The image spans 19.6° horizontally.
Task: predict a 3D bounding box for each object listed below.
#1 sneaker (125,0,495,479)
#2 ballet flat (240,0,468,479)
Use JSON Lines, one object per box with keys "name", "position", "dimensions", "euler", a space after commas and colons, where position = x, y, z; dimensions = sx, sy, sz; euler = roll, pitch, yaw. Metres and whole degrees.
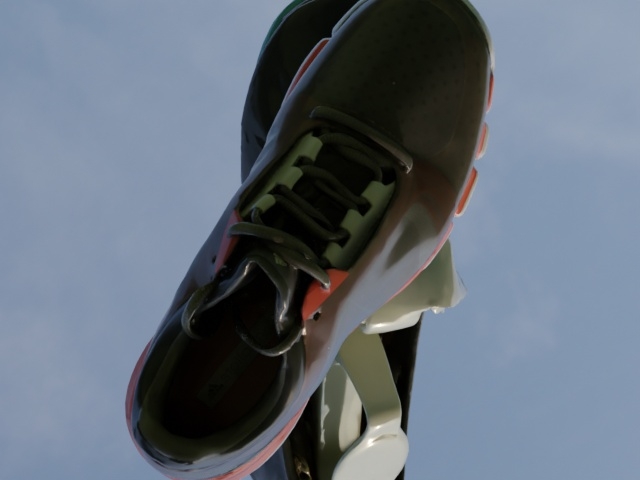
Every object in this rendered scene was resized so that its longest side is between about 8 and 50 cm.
{"name": "sneaker", "position": [0.000, 0.000, 0.496], "dimensions": [0.061, 0.065, 0.158], "euler": [28, -90, 3]}
{"name": "ballet flat", "position": [0.019, 0.028, 0.816], "dimensions": [0.095, 0.280, 0.096], "euler": [-13, -140, -18]}
